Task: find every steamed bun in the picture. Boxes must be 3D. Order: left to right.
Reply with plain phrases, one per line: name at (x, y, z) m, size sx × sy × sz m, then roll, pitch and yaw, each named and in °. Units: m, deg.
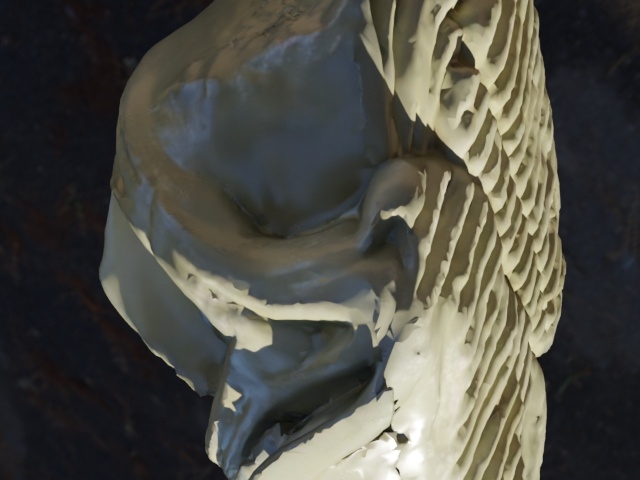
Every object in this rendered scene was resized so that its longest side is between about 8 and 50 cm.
steamed bun at (0.000, 0.002, 0.532) m, size 0.144 × 0.211 × 0.218 m, roll 0°, pitch 139°, yaw 20°
